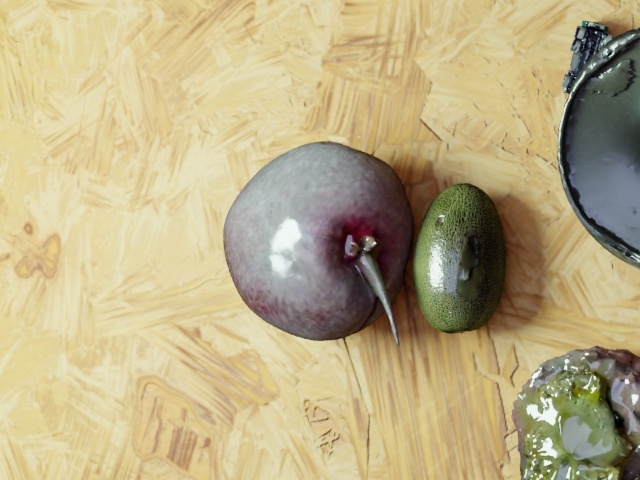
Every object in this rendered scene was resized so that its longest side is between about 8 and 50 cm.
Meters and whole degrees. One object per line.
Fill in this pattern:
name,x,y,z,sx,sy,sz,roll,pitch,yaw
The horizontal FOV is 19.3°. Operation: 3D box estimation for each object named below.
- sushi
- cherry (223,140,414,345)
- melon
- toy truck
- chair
sushi,0.259,0.218,1.937,0.161,0.107,0.241,41,103,26
cherry,0.000,0.000,2.027,0.266,0.183,0.213,16,81,41
melon,0.148,0.019,2.006,0.099,0.099,0.162,-1,82,24
toy truck,0.281,-0.191,1.994,0.039,0.044,0.083,16,93,4
chair,0.404,-0.118,1.779,0.227,0.401,0.226,9,108,30
